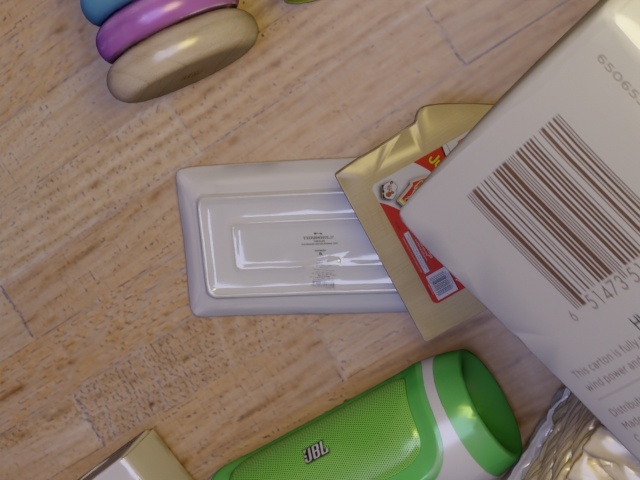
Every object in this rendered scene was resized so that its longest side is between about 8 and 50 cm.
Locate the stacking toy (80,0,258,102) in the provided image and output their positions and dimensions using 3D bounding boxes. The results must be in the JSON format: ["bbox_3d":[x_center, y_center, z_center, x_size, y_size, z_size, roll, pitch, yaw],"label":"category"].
[{"bbox_3d":[-0.181,-0.292,1.372,0.141,0.141,0.330,-26,88,18],"label":"stacking toy"}]

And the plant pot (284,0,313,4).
[{"bbox_3d":[-0.006,-0.255,1.357,0.083,0.083,0.079,-22,85,18],"label":"plant pot"}]

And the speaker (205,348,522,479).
[{"bbox_3d":[0.027,0.212,1.426,0.296,0.131,0.131,-30,94,18],"label":"speaker"}]

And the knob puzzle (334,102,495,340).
[{"bbox_3d":[0.133,-0.034,1.375,0.213,0.030,0.213,-2,101,-8],"label":"knob puzzle"}]

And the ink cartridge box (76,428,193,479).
[{"bbox_3d":[-0.165,0.307,1.519,0.148,0.086,0.203,-38,92,19],"label":"ink cartridge box"}]

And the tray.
[{"bbox_3d":[0.000,0.000,1.435,0.270,0.030,0.145,-2,103,15],"label":"tray"}]

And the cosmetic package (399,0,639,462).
[{"bbox_3d":[0.336,-0.079,1.082,0.327,0.394,0.329,45,153,2],"label":"cosmetic package"}]

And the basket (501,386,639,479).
[{"bbox_3d":[0.291,0.294,1.308,0.331,0.266,0.328,33,109,7],"label":"basket"}]
